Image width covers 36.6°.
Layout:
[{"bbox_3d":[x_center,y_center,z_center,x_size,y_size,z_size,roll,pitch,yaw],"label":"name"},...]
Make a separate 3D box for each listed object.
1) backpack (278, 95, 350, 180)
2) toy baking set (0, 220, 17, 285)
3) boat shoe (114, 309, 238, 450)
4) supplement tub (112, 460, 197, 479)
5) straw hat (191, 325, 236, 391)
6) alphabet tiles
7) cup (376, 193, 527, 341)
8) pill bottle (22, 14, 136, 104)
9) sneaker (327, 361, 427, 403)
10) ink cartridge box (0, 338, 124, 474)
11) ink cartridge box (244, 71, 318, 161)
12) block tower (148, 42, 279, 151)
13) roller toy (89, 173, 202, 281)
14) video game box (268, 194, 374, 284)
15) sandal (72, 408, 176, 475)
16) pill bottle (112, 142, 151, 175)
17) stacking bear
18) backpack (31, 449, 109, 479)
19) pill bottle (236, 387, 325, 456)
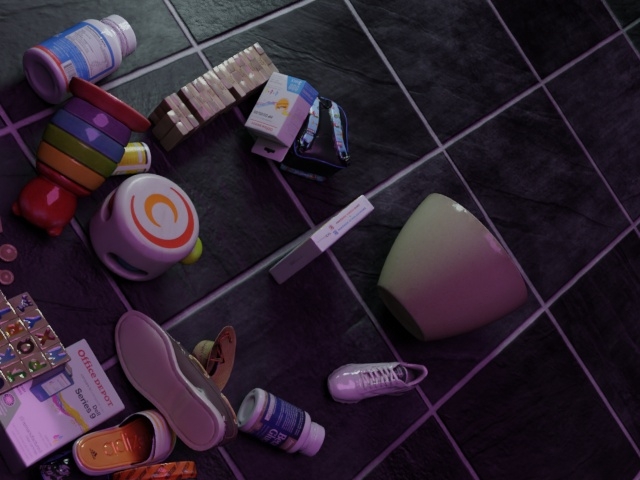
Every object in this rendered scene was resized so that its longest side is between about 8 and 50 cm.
[{"bbox_3d":[-0.016,-0.244,2.251,0.158,0.117,0.173,12,65,-28],"label":"backpack"},{"bbox_3d":[-0.672,0.030,1.770,0.256,0.030,0.196,-39,94,-37],"label":"toy baking set"},{"bbox_3d":[-0.277,0.266,1.857,0.324,0.116,0.097,47,13,23],"label":"boat shoe"},{"bbox_3d":[-0.277,0.561,1.710,0.194,0.193,0.316,1,70,-33],"label":"supplement tub"},{"bbox_3d":[-0.226,0.237,1.953,0.061,0.144,0.144,12,56,17],"label":"straw hat"},{"bbox_3d":[-0.588,0.159,1.712,0.198,0.009,0.237,-26,70,-36],"label":"alphabet tiles"},{"bbox_3d":[0.270,0.092,2.209,0.237,0.331,0.331,-39,95,-10],"label":"cup"},{"bbox_3d":[-0.491,-0.381,1.996,0.124,0.124,0.221,52,52,-4],"label":"pill bottle"},{"bbox_3d":[0.124,0.303,2.136,0.235,0.095,0.090,-5,75,-33],"label":"sneaker"},{"bbox_3d":[-0.488,0.297,1.744,0.212,0.093,0.154,-28,87,-39],"label":"ink cartridge box"},{"bbox_3d":[-0.097,-0.278,2.176,0.061,0.104,0.181,36,79,-52],"label":"ink cartridge box"},{"bbox_3d":[-0.233,-0.328,2.160,0.091,0.097,0.335,53,52,-5],"label":"block tower"},{"bbox_3d":[-0.355,-0.025,1.926,0.191,0.146,0.209,-16,78,-47],"label":"roller toy"},{"bbox_3d":[0.000,0.000,2.110,0.048,0.205,0.187,49,52,-2],"label":"video game box"},{"bbox_3d":[-0.335,0.368,1.773,0.265,0.076,0.102,-8,69,-60],"label":"sandal"},{"bbox_3d":[-0.415,-0.167,1.995,0.116,0.065,0.065,-8,76,-36],"label":"pill bottle"},{"bbox_3d":[-0.476,-0.151,1.862,0.175,0.164,0.289,31,87,-9],"label":"stacking bear"},{"bbox_3d":[-0.446,0.426,1.722,0.114,0.084,0.105,-22,83,-41],"label":"backpack"},{"bbox_3d":[-0.079,0.377,1.974,0.169,0.094,0.094,30,58,-19],"label":"pill bottle"}]
